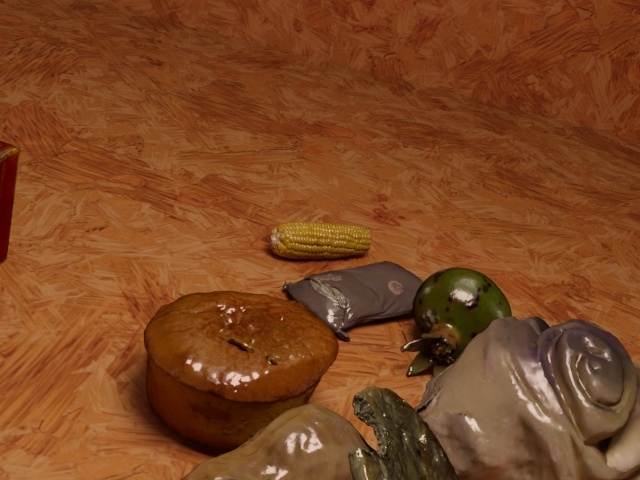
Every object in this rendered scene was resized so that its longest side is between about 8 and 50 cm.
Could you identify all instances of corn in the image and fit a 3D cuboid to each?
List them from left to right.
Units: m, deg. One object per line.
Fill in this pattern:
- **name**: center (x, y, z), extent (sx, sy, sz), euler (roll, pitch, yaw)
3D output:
- **corn**: center (0.000, 0.000, 1.672), extent (0.206, 0.067, 0.067), euler (1, 30, -33)

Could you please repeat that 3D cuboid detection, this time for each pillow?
- **pillow**: center (0.072, 0.083, 1.561), extent (0.255, 0.059, 0.169), euler (-10, 34, -39)

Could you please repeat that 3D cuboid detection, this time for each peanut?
- **peanut**: center (-0.043, 0.268, 1.037), extent (0.291, 0.159, 0.143), euler (-12, 15, -41)

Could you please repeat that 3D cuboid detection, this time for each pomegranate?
- **pomegranate**: center (0.202, 0.136, 1.462), extent (0.156, 0.156, 0.220), euler (31, 62, 29)

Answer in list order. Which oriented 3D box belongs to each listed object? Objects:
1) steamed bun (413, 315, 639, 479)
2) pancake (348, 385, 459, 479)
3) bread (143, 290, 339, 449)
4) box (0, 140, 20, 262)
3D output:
- **steamed bun**: center (0.321, 0.223, 1.219), extent (0.394, 0.238, 0.347), euler (6, 29, -19)
- **pancake**: center (0.106, 0.287, 1.057), extent (0.253, 0.037, 0.254), euler (48, 22, -27)
- **bread**: center (-0.114, 0.159, 1.226), extent (0.268, 0.146, 0.268), euler (12, 23, -5)
- **box**: center (-0.529, -0.005, 1.259), extent (0.089, 0.197, 0.313), euler (18, 26, 6)
